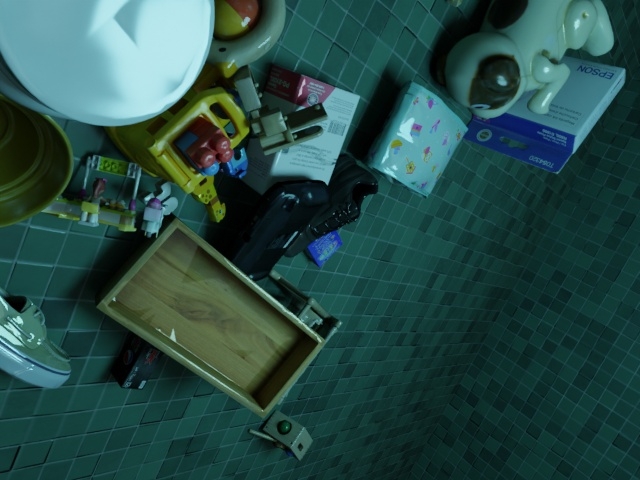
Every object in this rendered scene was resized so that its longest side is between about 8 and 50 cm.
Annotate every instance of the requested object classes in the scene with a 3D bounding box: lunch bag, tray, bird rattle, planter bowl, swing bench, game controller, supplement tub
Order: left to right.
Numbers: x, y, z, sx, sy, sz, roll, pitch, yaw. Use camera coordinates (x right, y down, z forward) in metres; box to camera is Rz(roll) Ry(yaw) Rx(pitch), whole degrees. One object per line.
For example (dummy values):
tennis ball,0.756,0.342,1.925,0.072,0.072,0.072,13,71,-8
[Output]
planter bowl,-0.415,-0.114,0.606,0.217,0.090,0.217,-22,149,-14
supplement tub,-0.283,-0.265,0.539,0.235,0.324,0.236,-29,135,-33
tray,-0.197,0.154,1.005,0.411,0.076,0.203,44,83,-27
bird rattle,-0.141,-0.350,0.755,0.253,0.207,0.143,-43,174,-12
game controller,-0.108,-0.008,1.061,0.166,0.067,0.319,-20,157,-51
swing bench,-0.092,0.247,1.267,0.253,0.165,0.255,-52,144,-7
lunch bag,0.219,-0.244,1.264,0.262,0.160,0.224,16,105,-58

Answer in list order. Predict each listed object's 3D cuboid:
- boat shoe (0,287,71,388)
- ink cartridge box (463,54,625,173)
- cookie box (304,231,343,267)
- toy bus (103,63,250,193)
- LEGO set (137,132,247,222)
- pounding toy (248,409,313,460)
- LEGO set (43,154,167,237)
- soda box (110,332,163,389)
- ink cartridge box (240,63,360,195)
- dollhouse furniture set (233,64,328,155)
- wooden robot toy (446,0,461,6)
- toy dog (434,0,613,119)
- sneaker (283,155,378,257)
boat shoe,-0.480,0.131,0.794,0.094,0.109,0.302,-47,140,-16
ink cartridge box,0.612,-0.384,1.461,0.330,0.324,0.071,-51,142,-8
cookie box,0.000,0.000,1.291,0.092,0.040,0.107,-46,142,-14
toy bus,-0.188,-0.185,0.803,0.220,0.211,0.149,-48,141,-14
LEGO set,-0.195,-0.092,0.912,0.227,0.086,0.093,-46,138,-37
pounding toy,-0.116,0.578,1.529,0.100,0.130,0.141,-52,145,-27
LEGO set,-0.372,-0.084,0.762,0.286,0.132,0.107,12,91,-22
soda box,-0.349,0.211,1.037,0.053,0.060,0.169,28,94,-51
ink cartridge box,-0.044,-0.206,1.039,0.171,0.100,0.237,2,114,-48
dollhouse furniture set,-0.059,-0.234,0.834,0.123,0.144,0.151,-19,130,1
wooden robot toy,0.340,-0.636,1.187,0.079,0.076,0.173,-42,143,-36
toy dog,0.489,-0.483,1.294,0.408,0.284,0.395,-46,139,-11
sneaker,0.017,-0.068,1.187,0.286,0.130,0.109,-50,145,-8
